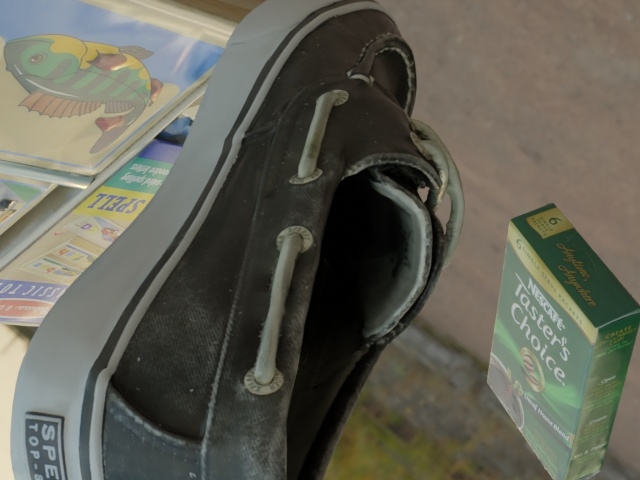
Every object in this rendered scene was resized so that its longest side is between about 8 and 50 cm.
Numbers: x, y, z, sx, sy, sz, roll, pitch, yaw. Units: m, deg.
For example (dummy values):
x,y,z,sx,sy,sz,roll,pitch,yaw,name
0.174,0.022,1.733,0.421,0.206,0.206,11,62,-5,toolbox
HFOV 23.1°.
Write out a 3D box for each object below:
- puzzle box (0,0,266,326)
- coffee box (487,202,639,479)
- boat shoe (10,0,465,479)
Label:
x,y,z,sx,sy,sz,roll,pitch,yaw,name
-0.192,-0.057,0.735,0.409,0.272,0.052,9,-129,-54,puzzle box
0.165,0.075,1.095,0.184,0.040,0.113,92,152,-48,coffee box
0.000,0.000,0.409,0.070,0.219,0.078,-1,125,21,boat shoe
